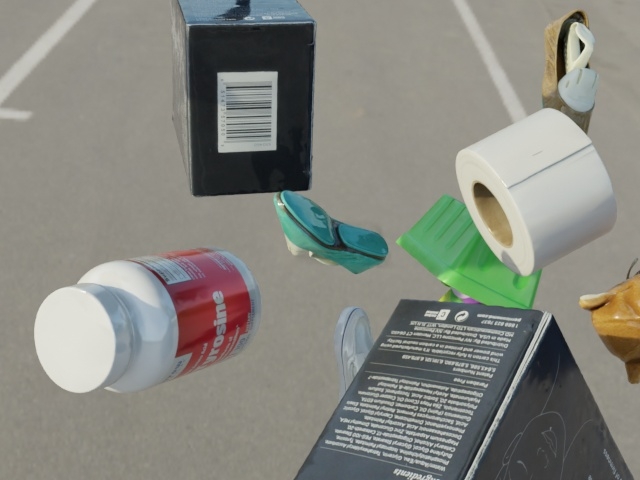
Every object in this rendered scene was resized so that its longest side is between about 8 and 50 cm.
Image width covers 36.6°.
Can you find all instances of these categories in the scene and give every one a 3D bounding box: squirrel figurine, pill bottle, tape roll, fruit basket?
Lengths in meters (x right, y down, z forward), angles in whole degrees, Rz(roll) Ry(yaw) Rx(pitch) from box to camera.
[{"bbox_3d":[0.618,0.104,1.591,0.370,0.281,0.397,-27,13,27],"label":"squirrel figurine"},{"bbox_3d":[-0.299,0.140,1.722,0.229,0.229,0.407,20,15,25],"label":"pill bottle"},{"bbox_3d":[0.365,-0.082,1.663,0.169,0.246,0.246,-27,34,-8],"label":"tape roll"},{"bbox_3d":[0.323,0.119,2.216,0.282,0.392,0.392,26,22,-17],"label":"fruit basket"}]

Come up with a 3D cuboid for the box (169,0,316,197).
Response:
[{"bbox_3d":[-0.150,-0.288,1.720,0.211,0.294,0.395,-4,27,-12],"label":"box"}]

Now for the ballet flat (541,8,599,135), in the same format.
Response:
[{"bbox_3d":[0.543,-0.360,2.072,0.116,0.124,0.343,17,59,-13],"label":"ballet flat"}]

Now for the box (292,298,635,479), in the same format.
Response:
[{"bbox_3d":[0.229,0.426,1.523,0.297,0.480,0.472,1,46,41],"label":"box"}]

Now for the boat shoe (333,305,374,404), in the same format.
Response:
[{"bbox_3d":[0.085,0.261,1.889,0.088,0.268,0.096,-9,-17,43],"label":"boat shoe"}]

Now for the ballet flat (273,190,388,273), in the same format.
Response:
[{"bbox_3d":[0.000,0.000,1.510,0.247,0.087,0.083,24,40,-41],"label":"ballet flat"}]
